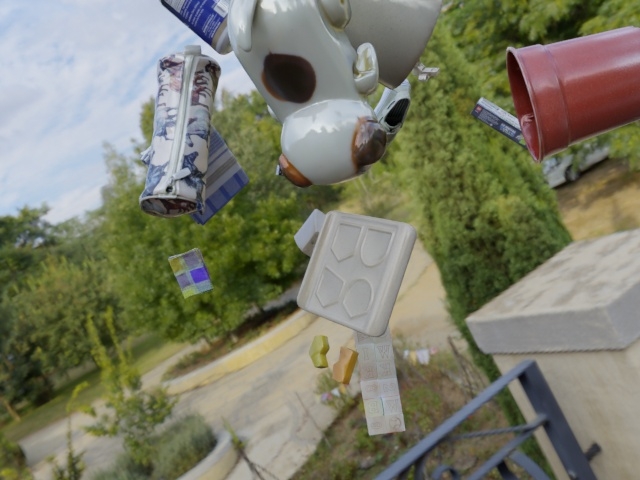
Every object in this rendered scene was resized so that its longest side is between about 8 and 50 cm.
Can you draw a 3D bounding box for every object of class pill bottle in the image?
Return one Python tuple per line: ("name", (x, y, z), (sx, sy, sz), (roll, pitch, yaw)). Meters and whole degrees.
("pill bottle", (-0.280, -0.569, 1.514), (0.153, 0.265, 0.153), (-49, 3, 4))

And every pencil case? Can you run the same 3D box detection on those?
("pencil case", (-0.341, -0.263, 1.610), (0.160, 0.409, 0.183), (9, -13, -21))

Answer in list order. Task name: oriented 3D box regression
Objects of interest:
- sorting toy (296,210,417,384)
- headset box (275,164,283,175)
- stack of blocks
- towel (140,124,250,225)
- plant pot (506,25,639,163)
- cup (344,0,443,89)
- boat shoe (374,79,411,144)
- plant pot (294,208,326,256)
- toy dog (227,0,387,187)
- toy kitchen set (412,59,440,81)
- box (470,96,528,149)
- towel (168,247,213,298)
("sorting toy", (0.052, 0.102, 1.240), (0.041, 0.307, 0.229), (22, -5, -42))
("headset box", (-0.090, -0.208, 1.998), (0.083, 0.032, 0.062), (9, 6, -13))
("stack of blocks", (0.138, 0.301, 1.600), (0.087, 0.296, 0.171), (-8, 0, 4))
("towel", (-0.336, -0.197, 1.799), (0.209, 0.285, 0.034), (-45, 42, -12))
("plant pot", (0.581, -0.338, 1.458), (0.265, 0.272, 0.272), (-15, 6, 12))
("cup", (0.140, -0.584, 1.674), (0.331, 0.237, 0.330), (-162, 90, -78))
("boat shoe", (0.227, -0.405, 2.187), (0.109, 0.094, 0.302), (3, -35, -8))
("plant pot", (0.000, 0.000, 1.765), (0.109, 0.109, 0.096), (-52, 14, 20))
("toy dog", (-0.005, -0.313, 1.316), (0.285, 0.407, 0.395), (-19, 10, 15))
("toy kitchen set", (0.342, -0.576, 2.172), (0.083, 0.075, 0.068), (10, 43, 29))
("box", (0.523, -0.325, 1.836), (0.036, 0.207, 0.114), (-59, -7, 29))
("towel", (-0.227, 0.058, 1.151), (0.060, 0.083, 0.009), (-17, 14, 8))
